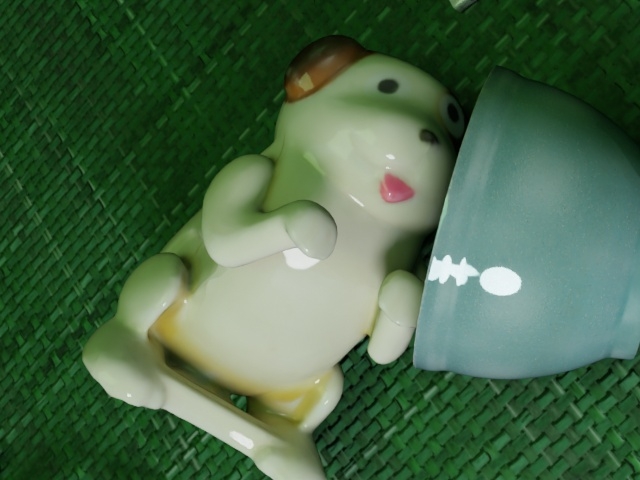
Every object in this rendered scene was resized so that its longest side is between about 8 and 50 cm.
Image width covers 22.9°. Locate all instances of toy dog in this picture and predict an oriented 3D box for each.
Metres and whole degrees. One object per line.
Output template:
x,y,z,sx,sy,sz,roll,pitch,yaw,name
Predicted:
0.000,0.000,1.624,0.284,0.395,0.408,35,103,-9,toy dog

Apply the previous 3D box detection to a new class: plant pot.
0.219,0.002,1.461,0.196,0.293,0.293,15,87,10,plant pot

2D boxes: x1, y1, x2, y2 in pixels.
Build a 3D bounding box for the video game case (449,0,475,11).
0.173,-0.349,1.718,0.143,0.019,0.157,-36,60,22,video game case
